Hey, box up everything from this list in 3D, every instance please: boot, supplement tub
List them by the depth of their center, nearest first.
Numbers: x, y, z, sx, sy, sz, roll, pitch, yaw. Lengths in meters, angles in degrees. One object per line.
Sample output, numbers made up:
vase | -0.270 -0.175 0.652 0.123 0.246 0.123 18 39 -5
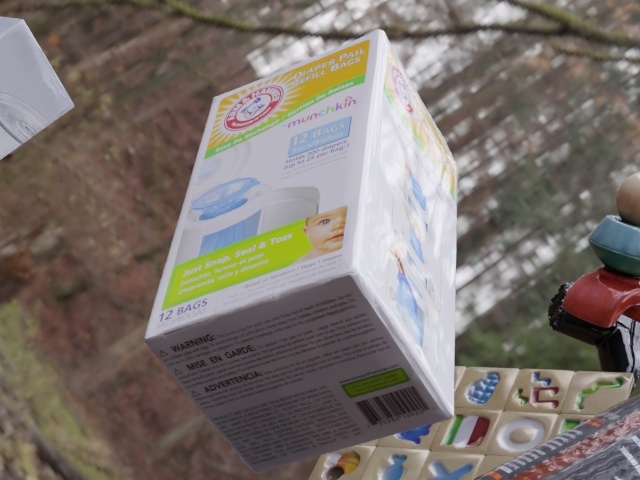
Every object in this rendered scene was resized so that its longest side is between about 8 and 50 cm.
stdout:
supplement tub | 0.131 0.163 0.689 0.106 0.198 0.106 60 -13 24
boot | 0.289 0.103 1.348 0.099 0.121 0.045 26 -41 -9

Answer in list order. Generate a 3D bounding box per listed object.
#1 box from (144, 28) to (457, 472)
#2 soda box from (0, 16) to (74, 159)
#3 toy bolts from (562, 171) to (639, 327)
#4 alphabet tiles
box | 0.000 0.000 0.657 0.103 0.114 0.203 56 27 -32
soda box | -0.364 -0.082 1.113 0.091 0.286 0.098 15 -41 51
toy bolts | 0.377 0.028 1.258 0.228 0.218 0.158 27 -73 45
alphabet tiles | 0.142 0.219 1.160 0.342 0.285 0.011 -1 -51 31
